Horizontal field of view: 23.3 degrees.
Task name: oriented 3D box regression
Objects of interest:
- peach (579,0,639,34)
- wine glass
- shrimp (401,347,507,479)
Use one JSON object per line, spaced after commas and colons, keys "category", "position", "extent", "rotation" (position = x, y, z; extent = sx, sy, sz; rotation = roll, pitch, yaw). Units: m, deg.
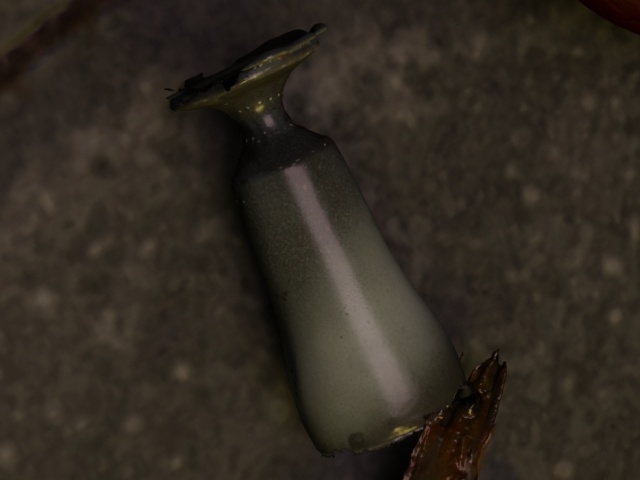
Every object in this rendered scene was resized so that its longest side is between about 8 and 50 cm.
{"category": "peach", "position": [0.163, -0.158, 0.610], "extent": [0.197, 0.197, 0.197], "rotation": [-1, 92, -23]}
{"category": "wine glass", "position": [0.000, 0.000, 0.602], "extent": [0.072, 0.072, 0.155], "rotation": [-27, 101, -20]}
{"category": "shrimp", "position": [0.063, 0.128, 0.646], "extent": [0.095, 0.045, 0.162], "rotation": [24, 81, -22]}
